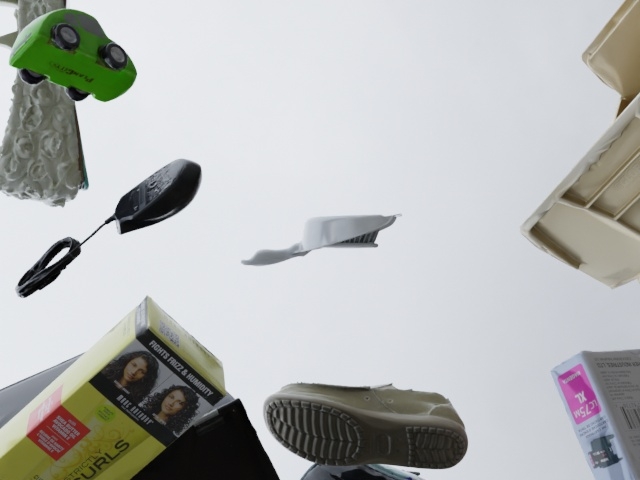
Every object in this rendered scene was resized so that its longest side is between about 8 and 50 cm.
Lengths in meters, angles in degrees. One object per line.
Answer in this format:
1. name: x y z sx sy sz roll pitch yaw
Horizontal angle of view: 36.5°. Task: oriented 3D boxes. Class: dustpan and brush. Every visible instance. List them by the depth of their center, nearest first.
1. dustpan and brush: 0.000 0.000 1.250 0.147 0.211 0.060 -4 -89 -84

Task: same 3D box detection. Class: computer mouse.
1. computer mouse: -0.219 -0.005 1.022 0.041 0.242 0.071 51 -167 -30

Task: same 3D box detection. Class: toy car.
1. toy car: -0.242 -0.166 0.733 0.225 0.239 0.053 19 -127 -42

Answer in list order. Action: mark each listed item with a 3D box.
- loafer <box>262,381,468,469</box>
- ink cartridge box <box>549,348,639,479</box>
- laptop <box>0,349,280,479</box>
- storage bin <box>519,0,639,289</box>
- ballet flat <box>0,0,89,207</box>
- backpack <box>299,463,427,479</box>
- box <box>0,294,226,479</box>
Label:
1. loafer: 0.059 0.236 1.271 0.092 0.268 0.102 -66 -17 -63
2. ink cartridge box: 0.372 0.261 1.011 0.186 0.065 0.311 3 -125 -36
3. laptop: -0.248 0.317 1.027 0.382 0.236 0.408 -24 -99 -22
4. storage bin: 0.309 -0.129 0.856 0.123 0.260 0.262 29 -127 -2
5. ballet flat: -0.338 -0.240 1.101 0.147 0.147 0.409 -4 -87 -54
6. backpack: 0.075 0.412 1.310 0.191 0.253 0.225 39 -109 -60
7. box: -0.184 0.152 0.738 0.087 0.232 0.058 47 -171 -21
